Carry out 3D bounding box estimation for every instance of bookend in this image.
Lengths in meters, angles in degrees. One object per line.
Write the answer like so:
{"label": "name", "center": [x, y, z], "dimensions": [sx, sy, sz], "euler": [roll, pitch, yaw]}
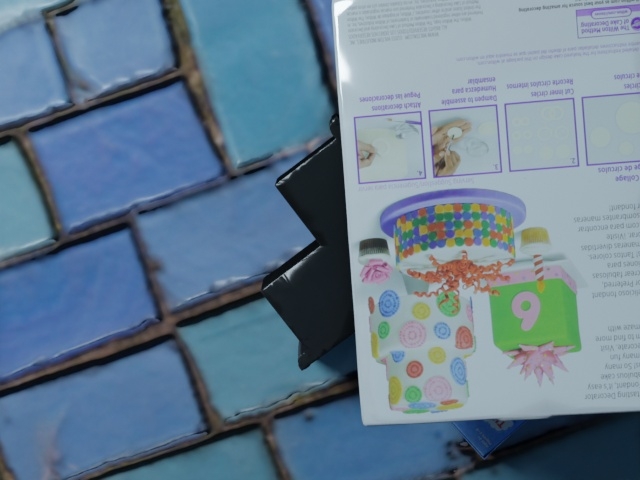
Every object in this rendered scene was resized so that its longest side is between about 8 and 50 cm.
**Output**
{"label": "bookend", "center": [0.000, 0.000, 0.993], "dimensions": [0.157, 0.072, 0.156], "euler": [-38, 97, 5]}

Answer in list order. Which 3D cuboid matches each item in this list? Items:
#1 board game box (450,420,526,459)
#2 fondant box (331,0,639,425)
{"label": "board game box", "center": [0.171, 0.067, 1.024], "dimensions": [0.211, 0.039, 0.160], "euler": [-42, 97, 4]}
{"label": "fondant box", "center": [0.142, -0.031, 0.885], "dimensions": [0.238, 0.096, 0.330], "euler": [-4, 88, 7]}
